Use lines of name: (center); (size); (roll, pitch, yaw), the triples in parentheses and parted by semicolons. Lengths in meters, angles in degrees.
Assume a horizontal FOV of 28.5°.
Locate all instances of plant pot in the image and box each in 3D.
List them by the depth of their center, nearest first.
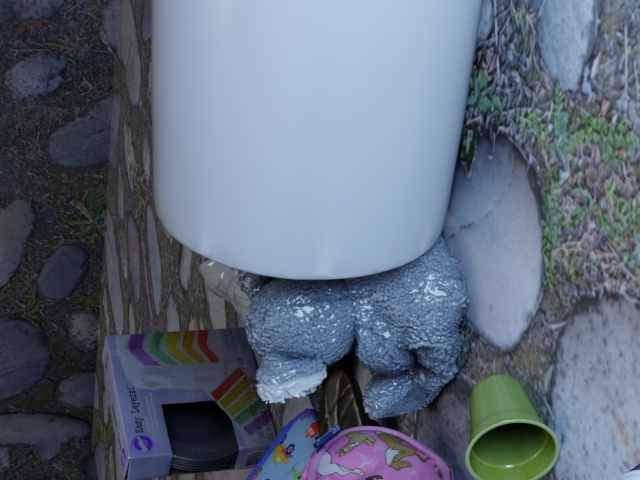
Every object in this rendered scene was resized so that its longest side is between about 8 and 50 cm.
plant pot: (0.165, 0.164, 1.129); (0.079, 0.083, 0.083); (-98, 15, -54)

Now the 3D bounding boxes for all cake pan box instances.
cake pan box: (-0.214, 0.262, 2.032); (0.070, 0.245, 0.267); (104, 156, -43)

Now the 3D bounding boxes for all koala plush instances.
koala plush: (0.022, 0.076, 1.307); (0.203, 0.221, 0.196); (127, 138, -63)

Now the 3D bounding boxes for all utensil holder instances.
utensil holder: (-0.009, -0.200, 1.202); (0.328, 0.327, 0.386); (-121, 32, -56)

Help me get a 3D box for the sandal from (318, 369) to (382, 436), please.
sandal: (0.061, 0.258, 1.488); (0.090, 0.060, 0.219); (-45, 64, 42)

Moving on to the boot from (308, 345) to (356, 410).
boot: (0.020, 0.160, 1.610); (0.106, 0.082, 0.219); (65, 158, -2)

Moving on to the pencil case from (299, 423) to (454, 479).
pencil case: (0.037, 0.388, 1.377); (0.160, 0.167, 0.386); (-59, -21, -55)

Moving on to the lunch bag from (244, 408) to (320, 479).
lunch bag: (-0.031, 0.368, 1.619); (0.293, 0.138, 0.221); (-63, 27, 11)

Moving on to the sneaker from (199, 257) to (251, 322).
sneaker: (-0.099, 0.078, 1.793); (0.305, 0.114, 0.152); (152, 106, -76)

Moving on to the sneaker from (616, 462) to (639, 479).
sneaker: (0.301, 0.202, 0.697); (0.282, 0.153, 0.099); (40, 135, 26)
